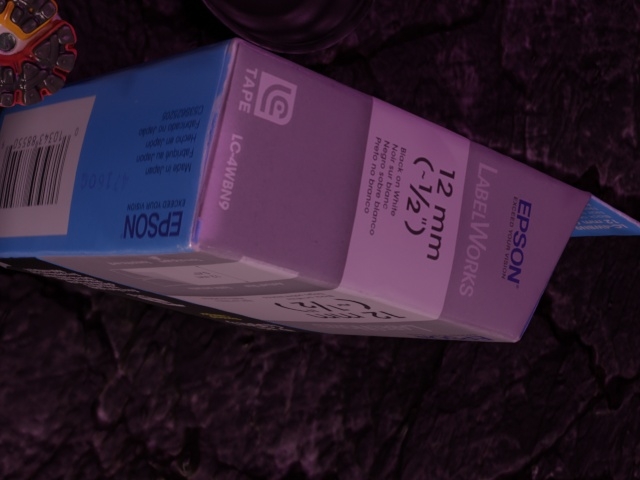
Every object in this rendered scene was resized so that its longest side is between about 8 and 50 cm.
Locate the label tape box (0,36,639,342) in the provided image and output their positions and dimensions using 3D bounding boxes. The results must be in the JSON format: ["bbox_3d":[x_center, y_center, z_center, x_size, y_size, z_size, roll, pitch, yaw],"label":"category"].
[{"bbox_3d":[0.000,0.000,0.733,0.347,0.249,0.115,20,75,-38],"label":"label tape box"}]

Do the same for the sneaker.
[{"bbox_3d":[-0.245,-0.148,0.650,0.225,0.093,0.088,32,96,-20],"label":"sneaker"}]

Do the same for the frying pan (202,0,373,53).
[{"bbox_3d":[-0.078,-0.201,0.804,0.326,0.053,0.197,-33,109,-34],"label":"frying pan"}]
